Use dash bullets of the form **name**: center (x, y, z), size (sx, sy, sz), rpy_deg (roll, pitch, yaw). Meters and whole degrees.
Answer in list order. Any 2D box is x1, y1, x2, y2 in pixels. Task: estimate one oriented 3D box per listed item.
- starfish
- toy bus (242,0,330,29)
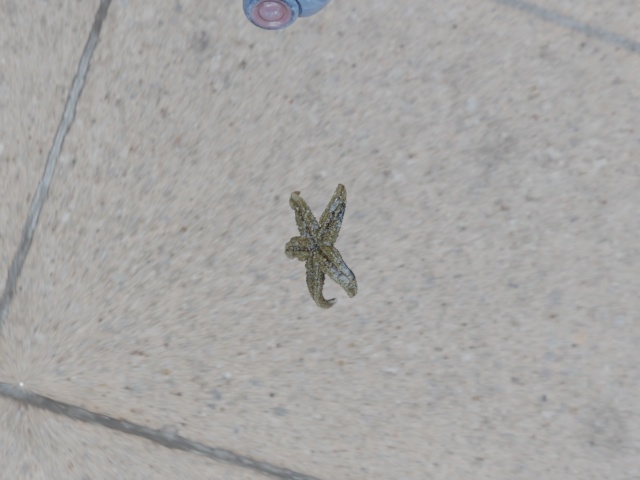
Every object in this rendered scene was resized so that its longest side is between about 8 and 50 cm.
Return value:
- **starfish**: center (0.000, 0.000, 0.981), size (0.028, 0.078, 0.091), rpy_deg (-6, 57, -42)
- **toy bus**: center (-0.079, -0.415, 1.706), size (0.294, 0.232, 0.197), rpy_deg (19, 51, -19)
